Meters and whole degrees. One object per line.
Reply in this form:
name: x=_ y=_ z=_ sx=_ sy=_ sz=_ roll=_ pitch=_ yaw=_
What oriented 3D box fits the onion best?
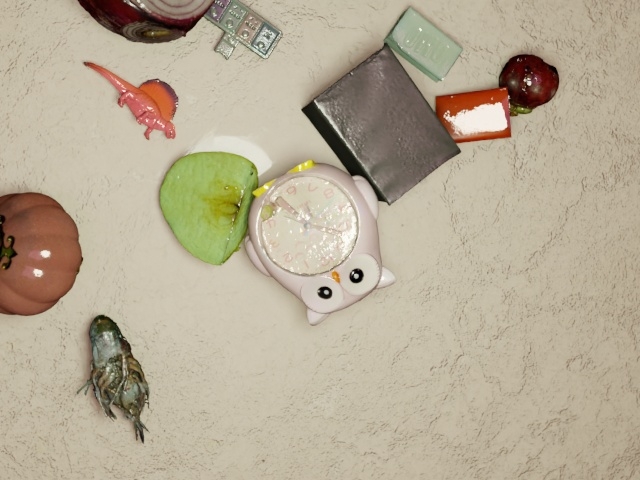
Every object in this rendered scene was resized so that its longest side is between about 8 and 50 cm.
onion: x=-0.429 y=-0.610 z=1.576 sx=0.337 sy=0.260 sz=0.282 roll=-20 pitch=98 yaw=-42

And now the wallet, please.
wallet: x=0.431 y=-0.349 z=1.855 sx=0.204 sy=0.045 sz=0.142 roll=-5 pitch=101 yaw=17

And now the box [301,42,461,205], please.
box: x=0.154 y=-0.302 z=1.763 sx=0.251 sy=0.204 sz=0.345 roll=-38 pitch=103 yaw=-5

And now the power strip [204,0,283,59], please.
power strip: x=-0.225 y=-0.549 z=1.734 sx=0.216 sy=0.061 sz=0.145 roll=33 pitch=96 yaw=-13

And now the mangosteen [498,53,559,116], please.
mangosteen: x=0.584 y=-0.437 z=1.874 sx=0.166 sy=0.166 sz=0.180 roll=18 pitch=118 yaw=-14

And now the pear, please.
pear: x=-0.299 y=-0.105 z=1.732 sx=0.239 sy=0.139 sz=0.288 roll=19 pitch=99 yaw=7

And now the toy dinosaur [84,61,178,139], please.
toy dinosaur: x=-0.461 y=-0.386 z=1.701 sx=0.139 sy=0.070 sz=0.286 roll=-43 pitch=100 yaw=-15

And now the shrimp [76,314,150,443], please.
shrimp: x=-0.545 y=0.378 z=1.720 sx=0.172 sy=0.137 sz=0.372 roll=-16 pitch=91 yaw=-19

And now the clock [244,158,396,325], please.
clock: x=0.000 y=0.000 z=1.722 sx=0.368 sy=0.250 sz=0.376 roll=-29 pitch=89 yaw=4

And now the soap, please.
soap: x=0.288 y=-0.546 z=1.836 sx=0.198 sy=0.063 sz=0.114 roll=32 pitch=90 yaw=-13

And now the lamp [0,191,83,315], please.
lamp: x=-0.705 y=0.034 z=1.599 sx=0.305 sy=0.239 sz=0.305 roll=-4 pitch=82 yaw=28
